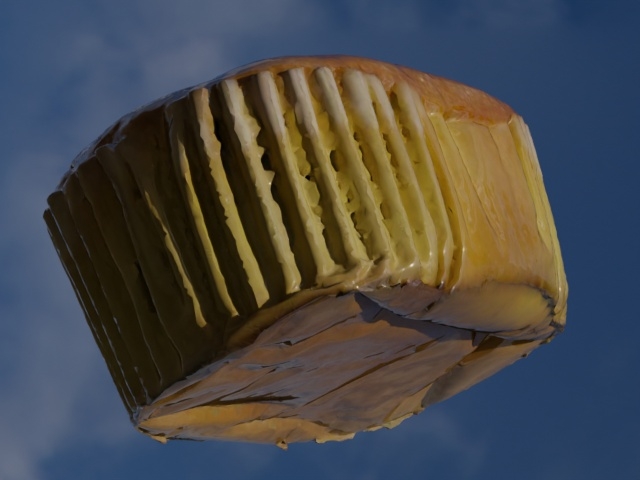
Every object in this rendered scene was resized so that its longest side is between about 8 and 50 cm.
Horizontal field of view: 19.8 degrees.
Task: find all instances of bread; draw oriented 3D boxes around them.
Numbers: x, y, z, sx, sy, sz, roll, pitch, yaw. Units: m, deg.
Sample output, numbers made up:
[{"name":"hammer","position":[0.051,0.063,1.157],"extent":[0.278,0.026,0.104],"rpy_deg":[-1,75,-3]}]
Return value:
[{"name":"bread","position":[0.000,0.000,0.934],"extent":[0.204,0.288,0.156],"rpy_deg":[-31,-112,32]}]
